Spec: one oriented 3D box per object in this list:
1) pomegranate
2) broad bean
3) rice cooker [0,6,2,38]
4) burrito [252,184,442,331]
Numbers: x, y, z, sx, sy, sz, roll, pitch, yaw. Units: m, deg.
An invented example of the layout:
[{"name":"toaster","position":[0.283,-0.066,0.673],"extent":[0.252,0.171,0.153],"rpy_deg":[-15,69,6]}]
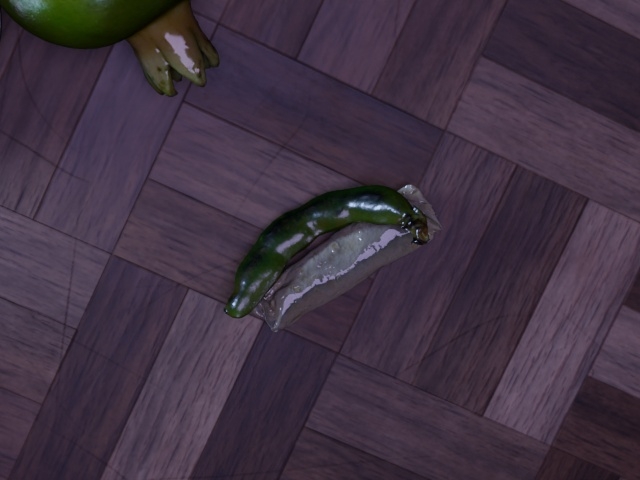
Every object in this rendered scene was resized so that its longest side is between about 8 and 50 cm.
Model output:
[{"name":"pomegranate","position":[-0.226,-0.339,1.783],"extent":[0.310,0.216,0.358],"rpy_deg":[-36,106,-20]},{"name":"broad bean","position":[0.000,0.000,1.942],"extent":[0.292,0.144,0.049],"rpy_deg":[-21,135,13]},{"name":"rice cooker","position":[-0.516,-0.265,1.778],"extent":[0.241,0.227,0.280],"rpy_deg":[18,98,12]},{"name":"burrito","position":[0.032,0.030,1.983],"extent":[0.275,0.059,0.082],"rpy_deg":[-35,91,-2]}]
